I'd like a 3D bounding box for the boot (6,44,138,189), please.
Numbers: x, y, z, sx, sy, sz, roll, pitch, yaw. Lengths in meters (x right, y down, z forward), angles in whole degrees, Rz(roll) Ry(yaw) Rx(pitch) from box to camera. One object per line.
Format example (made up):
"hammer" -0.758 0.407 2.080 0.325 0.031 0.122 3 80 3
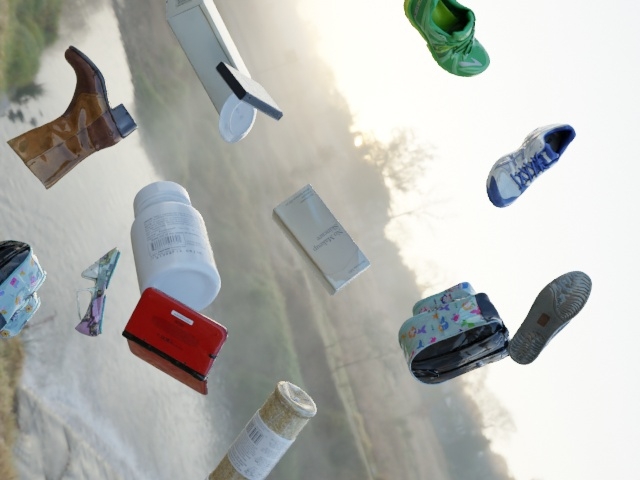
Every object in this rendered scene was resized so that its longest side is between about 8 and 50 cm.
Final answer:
"boot" -0.633 -0.304 1.798 0.264 0.280 0.096 58 -9 -11

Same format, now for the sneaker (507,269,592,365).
"sneaker" 0.456 0.149 1.484 0.083 0.222 0.118 41 10 13

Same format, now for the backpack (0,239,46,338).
"backpack" -0.625 0.092 1.420 0.144 0.166 0.188 65 35 -41

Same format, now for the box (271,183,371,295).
"box" 0.000 0.000 2.238 0.311 0.148 0.121 51 -12 6

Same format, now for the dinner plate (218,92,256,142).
"dinner plate" -0.202 -0.309 1.840 0.017 0.141 0.141 24 -26 28

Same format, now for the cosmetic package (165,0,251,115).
"cosmetic package" -0.295 -0.514 1.982 0.160 0.113 0.309 -104 169 -48

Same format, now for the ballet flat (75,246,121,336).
"ballet flat" -0.537 0.117 1.754 0.077 0.079 0.221 159 -57 -71

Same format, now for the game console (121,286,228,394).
"game console" -0.215 0.153 1.106 0.144 0.124 0.085 28 1 8

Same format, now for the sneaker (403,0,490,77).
"sneaker" 0.301 -0.463 1.668 0.295 0.109 0.123 33 -1 -39

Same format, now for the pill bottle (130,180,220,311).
"pill bottle" -0.257 0.008 1.266 0.131 0.131 0.229 71 -3 -48

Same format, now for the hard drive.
"hard drive" -0.133 -0.283 1.403 0.094 0.022 0.135 53 17 24

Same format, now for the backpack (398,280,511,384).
"backpack" 0.318 0.236 1.799 0.225 0.253 0.191 54 9 -49

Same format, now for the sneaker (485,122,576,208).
"sneaker" 0.554 -0.210 1.945 0.112 0.296 0.131 43 -14 -11

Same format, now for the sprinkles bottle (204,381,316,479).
"sprinkles bottle" -0.156 0.517 1.811 0.121 0.355 0.121 35 10 -7
